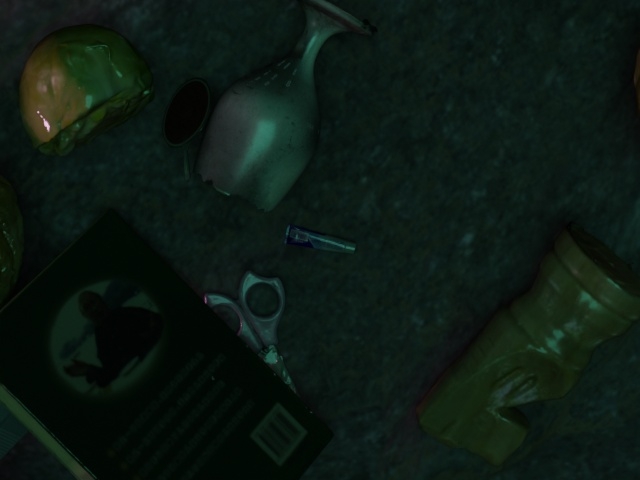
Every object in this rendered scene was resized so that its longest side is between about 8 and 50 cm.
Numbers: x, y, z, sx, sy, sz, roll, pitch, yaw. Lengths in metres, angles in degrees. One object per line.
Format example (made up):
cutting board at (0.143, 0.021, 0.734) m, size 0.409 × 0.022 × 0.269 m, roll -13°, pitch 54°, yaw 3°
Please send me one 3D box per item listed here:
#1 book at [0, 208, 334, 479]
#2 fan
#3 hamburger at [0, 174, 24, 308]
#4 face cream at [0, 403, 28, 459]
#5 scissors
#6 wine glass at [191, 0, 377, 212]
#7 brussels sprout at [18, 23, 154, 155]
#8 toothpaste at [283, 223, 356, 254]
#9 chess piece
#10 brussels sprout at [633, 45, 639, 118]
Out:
book at (-0.185, 0.172, 1.636) m, size 0.371 × 0.043 × 0.260 m, roll 46°, pitch 52°, yaw -4°
fan at (-0.149, -0.122, 1.652) m, size 0.005 × 0.133 × 0.085 m, roll 24°, pitch 142°, yaw -39°
hamburger at (-0.444, -0.019, 1.634) m, size 0.309 × 0.132 × 0.211 m, roll 37°, pitch 97°, yaw -7°
face cream at (-0.529, 0.136, 1.600) m, size 0.420 × 0.235 × 0.137 m, roll 30°, pitch 121°, yaw 8°
scissors at (-0.059, 0.139, 1.740) m, size 0.110 × 0.021 × 0.212 m, roll -28°, pitch 99°, yaw 3°
wine glass at (-0.044, -0.157, 1.644) m, size 0.126 × 0.126 × 0.241 m, roll 28°, pitch 93°, yaw -8°
brussels sprout at (-0.268, -0.172, 1.619) m, size 0.151 × 0.149 × 0.122 m, roll -34°, pitch 83°, yaw -14°
toothpaste at (0.000, 0.000, 1.727) m, size 0.083 × 0.015 × 0.024 m, roll 11°, pitch 99°, yaw 0°
chess piece at (0.241, 0.130, 1.722) m, size 0.137 × 0.137 × 0.301 m, roll 39°, pitch 107°, yaw -9°
brussels sprout at (0.479, -0.184, 1.624) m, size 0.259 × 0.227 × 0.294 m, roll 13°, pitch 124°, yaw -7°
